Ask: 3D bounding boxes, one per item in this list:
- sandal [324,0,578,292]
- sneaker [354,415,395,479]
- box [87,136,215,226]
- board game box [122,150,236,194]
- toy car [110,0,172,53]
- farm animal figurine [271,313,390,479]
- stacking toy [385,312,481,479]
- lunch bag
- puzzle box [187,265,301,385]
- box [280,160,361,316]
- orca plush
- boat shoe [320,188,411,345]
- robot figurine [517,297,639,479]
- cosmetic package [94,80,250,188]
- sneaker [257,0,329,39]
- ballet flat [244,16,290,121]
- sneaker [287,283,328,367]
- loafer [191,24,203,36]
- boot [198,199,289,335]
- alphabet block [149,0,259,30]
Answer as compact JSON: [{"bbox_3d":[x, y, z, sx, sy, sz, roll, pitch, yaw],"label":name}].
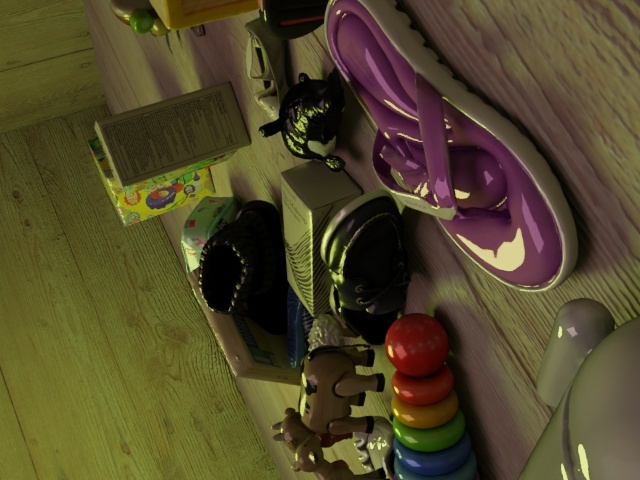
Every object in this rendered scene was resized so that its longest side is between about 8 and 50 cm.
[{"bbox_3d":[0.099,-0.104,0.635,0.416,0.102,0.169,57,158,25],"label":"sandal"},{"bbox_3d":[0.160,0.482,1.125,0.118,0.110,0.292,-20,93,61],"label":"sneaker"},{"bbox_3d":[-0.523,-0.226,1.827,0.279,0.290,0.176,47,152,46],"label":"box"},{"bbox_3d":[-0.370,-0.229,1.450,0.144,0.275,0.142,69,160,-4],"label":"board game box"},{"bbox_3d":[-0.423,-0.550,1.466,0.155,0.149,0.188,49,166,18],"label":"toy car"},{"bbox_3d":[0.007,0.323,1.029,0.330,0.172,0.326,-137,51,-73],"label":"farm animal figurine"},{"bbox_3d":[0.154,0.262,0.861,0.141,0.141,0.330,25,130,62],"label":"stacking toy"},{"bbox_3d":[-0.268,0.023,1.589,0.224,0.108,0.279,-64,-27,-53],"label":"lunch bag"},{"bbox_3d":[-0.161,0.221,1.463,0.272,0.052,0.409,59,-173,24],"label":"puzzle box"},{"bbox_3d":[0.000,0.000,1.014,0.113,0.094,0.275,51,155,37],"label":"box"},{"bbox_3d":[-0.031,-0.150,0.828,0.287,0.102,0.151,-132,22,-73],"label":"orca plush"},{"bbox_3d":[0.075,0.061,0.839,0.113,0.127,0.340,57,160,27],"label":"boat shoe"},{"bbox_3d":[0.252,0.181,0.404,0.353,0.200,0.300,89,158,-45],"label":"robot figurine"},{"bbox_3d":[-0.326,-0.232,1.307,0.129,0.296,0.153,12,121,68],"label":"cosmetic package"},{"bbox_3d":[-0.022,-0.389,0.672,0.313,0.116,0.136,101,152,-47],"label":"sneaker"},{"bbox_3d":[-0.086,-0.265,0.989,0.072,0.068,0.213,43,149,49],"label":"ballet flat"},{"bbox_3d":[-0.018,0.160,1.276,0.081,0.091,0.232,-158,69,-65],"label":"sneaker"},{"bbox_3d":[-0.301,-0.508,1.319,0.125,0.039,0.045,66,159,5],"label":"loafer"},{"bbox_3d":[-0.146,0.104,1.268,0.260,0.131,0.347,-70,-32,-65],"label":"boot"},{"bbox_3d":[-0.173,-0.448,0.832,0.197,0.194,0.192,56,159,29],"label":"alphabet block"}]
